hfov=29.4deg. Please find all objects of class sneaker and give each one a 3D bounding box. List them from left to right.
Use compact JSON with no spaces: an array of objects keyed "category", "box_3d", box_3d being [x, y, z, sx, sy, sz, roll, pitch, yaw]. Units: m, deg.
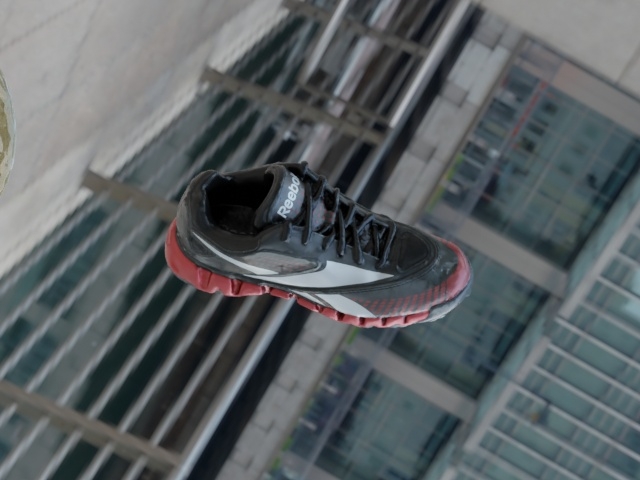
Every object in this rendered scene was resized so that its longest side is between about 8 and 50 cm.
[{"category":"sneaker","box_3d":[0.000,0.000,1.051,0.135,0.276,0.097,97,5,-56]}]

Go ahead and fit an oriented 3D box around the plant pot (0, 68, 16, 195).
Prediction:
[{"category":"plant pot","box_3d":[-0.413,-0.115,1.223,0.236,0.236,0.032,-61,168,20]}]
